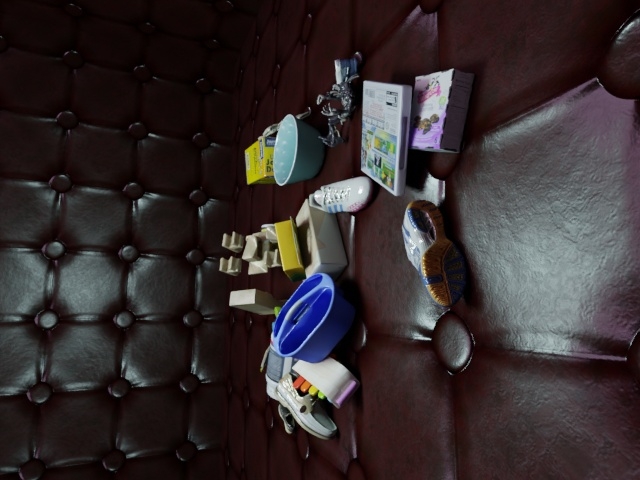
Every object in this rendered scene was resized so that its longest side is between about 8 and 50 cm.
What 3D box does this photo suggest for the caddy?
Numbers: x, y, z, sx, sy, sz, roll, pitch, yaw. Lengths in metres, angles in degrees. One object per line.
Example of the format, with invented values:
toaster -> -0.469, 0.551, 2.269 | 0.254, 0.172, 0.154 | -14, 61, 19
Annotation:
caddy -> -0.040, 0.281, 1.582 | 0.341, 0.179, 0.241 | -52, 34, 10

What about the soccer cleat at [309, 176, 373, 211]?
soccer cleat -> 0.065, -0.158, 1.578 | 0.331, 0.143, 0.116 | 165, 107, -65

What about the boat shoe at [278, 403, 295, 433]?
boat shoe -> -0.151, 0.824, 2.027 | 0.152, 0.056, 0.049 | 57, 133, 40

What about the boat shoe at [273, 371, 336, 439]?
boat shoe -> -0.051, 0.630, 1.660 | 0.302, 0.113, 0.103 | 33, 100, 27

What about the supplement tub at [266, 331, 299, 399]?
supplement tub -> -0.130, 0.523, 1.850 | 0.191, 0.191, 0.272 | -152, 69, -64

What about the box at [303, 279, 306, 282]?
box -> -0.035, 0.153, 1.908 | 0.201, 0.021, 0.164 | -113, 35, -47

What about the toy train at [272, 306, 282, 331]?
toy train -> -0.141, 0.307, 1.943 | 0.105, 0.143, 0.248 | -139, 49, -61

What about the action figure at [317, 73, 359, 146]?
action figure -> 0.061, -0.505, 1.656 | 0.164, 0.141, 0.275 | -103, 25, -58

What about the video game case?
video game case -> 0.192, -0.324, 1.322 | 0.329, 0.036, 0.299 | -120, 27, -64

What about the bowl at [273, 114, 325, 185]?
bowl -> -0.088, -0.394, 1.942 | 0.311, 0.163, 0.311 | -177, 90, -66

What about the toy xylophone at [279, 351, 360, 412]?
toy xylophone -> -0.015, 0.504, 1.574 | 0.081, 0.236, 0.323 | 54, 168, -23

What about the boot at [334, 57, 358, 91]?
boot -> 0.104, -0.638, 1.678 | 0.190, 0.086, 0.069 | 60, -157, -82

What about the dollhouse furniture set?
dollhouse furniture set -> -0.290, 0.154, 2.180 | 0.362, 0.256, 0.394 | -9, 66, 30

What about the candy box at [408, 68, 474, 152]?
candy box -> 0.308, -0.336, 1.144 | 0.165, 0.070, 0.196 | -151, 67, -65

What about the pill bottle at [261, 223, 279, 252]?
pill bottle -> -0.259, 0.023, 2.316 | 0.119, 0.119, 0.208 | 166, 106, -65

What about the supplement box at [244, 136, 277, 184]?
supplement box -> -0.258, -0.408, 2.267 | 0.356, 0.194, 0.195 | 180, 86, -67

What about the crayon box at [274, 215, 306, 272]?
crayon box -> -0.117, 0.043, 1.782 | 0.318, 0.081, 0.202 | 76, -178, -74

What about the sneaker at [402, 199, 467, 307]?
sneaker -> 0.288, 0.043, 1.122 | 0.131, 0.112, 0.296 | 100, 164, -60

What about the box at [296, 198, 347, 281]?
box -> 0.000, 0.000, 1.726 | 0.148, 0.121, 0.311 | 122, 145, -47

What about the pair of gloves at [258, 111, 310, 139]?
pair of gloves -> -0.186, -0.567, 2.124 | 0.042, 0.240, 0.204 | 63, 159, -13

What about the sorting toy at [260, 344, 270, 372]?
sorting toy -> -0.244, 0.578, 2.212 | 0.132, 0.046, 0.274 | -51, -15, -52
